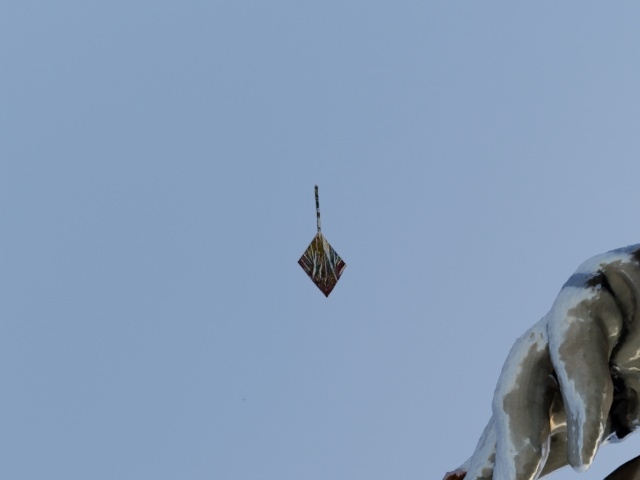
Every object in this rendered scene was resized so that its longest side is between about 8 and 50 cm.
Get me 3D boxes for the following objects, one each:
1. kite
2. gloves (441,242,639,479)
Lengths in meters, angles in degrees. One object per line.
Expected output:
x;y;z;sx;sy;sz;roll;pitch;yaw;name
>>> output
0.005;0.002;0.817;0.044;0.002;0.078;33;-125;-33;kite
0.155;0.085;0.627;0.219;0.140;0.131;-26;-133;12;gloves
